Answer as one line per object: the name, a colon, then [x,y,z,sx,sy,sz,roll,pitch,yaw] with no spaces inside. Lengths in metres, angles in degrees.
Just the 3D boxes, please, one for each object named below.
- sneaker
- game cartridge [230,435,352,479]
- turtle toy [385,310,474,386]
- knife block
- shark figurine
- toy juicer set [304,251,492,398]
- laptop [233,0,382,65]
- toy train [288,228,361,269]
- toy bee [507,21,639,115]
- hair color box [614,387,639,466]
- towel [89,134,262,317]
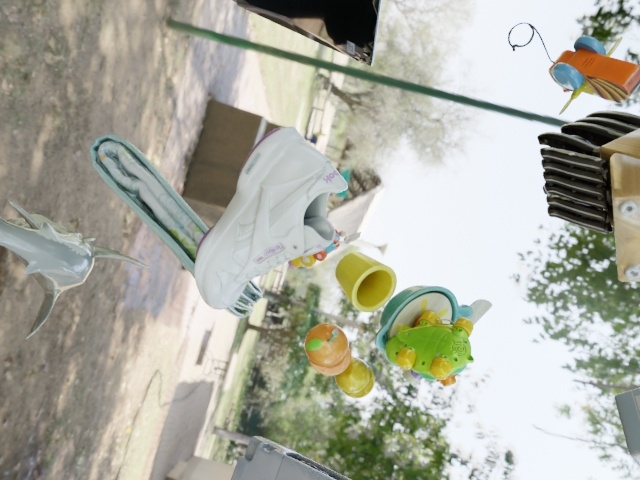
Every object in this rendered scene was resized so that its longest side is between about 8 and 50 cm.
sneaker: [-0.074,0.001,0.817,0.305,0.152,0.114,-59,167,30]
game cartridge: [0.006,0.361,0.636,0.062,0.297,0.198,27,79,-55]
turtle toy: [0.141,0.146,0.775,0.095,0.130,0.066,-49,131,-35]
knife block: [0.348,-0.064,0.556,0.242,0.276,0.088,-56,135,-49]
shark figurine: [-0.257,0.032,0.532,0.116,0.166,0.278,-66,-169,-8]
toy juicer set: [0.123,0.153,0.855,0.089,0.329,0.209,41,-75,50]
laptop: [-0.041,-0.299,0.499,0.234,0.137,0.264,49,30,-87]
toy train: [0.000,0.000,1.000,0.125,0.046,0.166,-33,-175,-15]
toy bee: [0.577,-0.379,1.302,0.195,0.162,0.298,-34,-125,17]
hair color box: [0.636,0.249,0.803,0.375,0.185,0.113,-30,-156,30]
towel: [-0.275,-0.017,1.178,0.090,0.374,0.320,-41,163,-8]
